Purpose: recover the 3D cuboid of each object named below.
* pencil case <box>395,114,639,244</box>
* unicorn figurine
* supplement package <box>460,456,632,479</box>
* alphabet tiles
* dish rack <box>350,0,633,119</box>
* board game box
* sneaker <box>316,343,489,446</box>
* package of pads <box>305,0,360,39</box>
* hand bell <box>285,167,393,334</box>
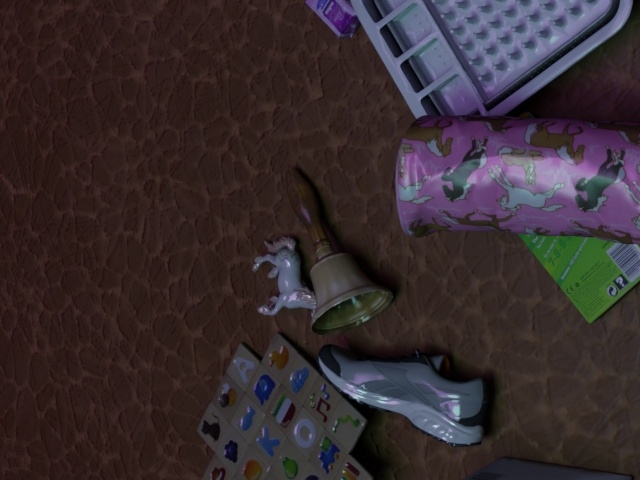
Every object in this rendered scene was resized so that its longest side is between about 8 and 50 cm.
[{"bbox_3d":[0.279,-0.068,1.649,0.386,0.160,0.167,6,112,21],"label":"pencil case"},{"bbox_3d":[-0.044,0.069,2.031,0.111,0.060,0.162,-21,86,38],"label":"unicorn figurine"},{"bbox_3d":[0.275,0.442,1.773,0.198,0.199,0.262,3,101,37],"label":"supplement package"},{"bbox_3d":[-0.060,0.316,2.056,0.342,0.011,0.285,41,113,40],"label":"alphabet tiles"},{"bbox_3d":[0.219,-0.310,1.744,0.333,0.072,0.285,-36,76,33],"label":"dish rack"},{"bbox_3d":[0.309,-0.033,1.761,0.259,0.039,0.124,52,124,14],"label":"board game box"},{"bbox_3d":[0.118,0.194,1.921,0.271,0.100,0.108,20,96,29],"label":"sneaker"},{"bbox_3d":[0.021,-0.326,1.924,0.083,0.032,0.050,49,126,20],"label":"package of pads"},{"bbox_3d":[0.000,0.000,1.973,0.126,0.126,0.242,-40,63,35],"label":"hand bell"}]
